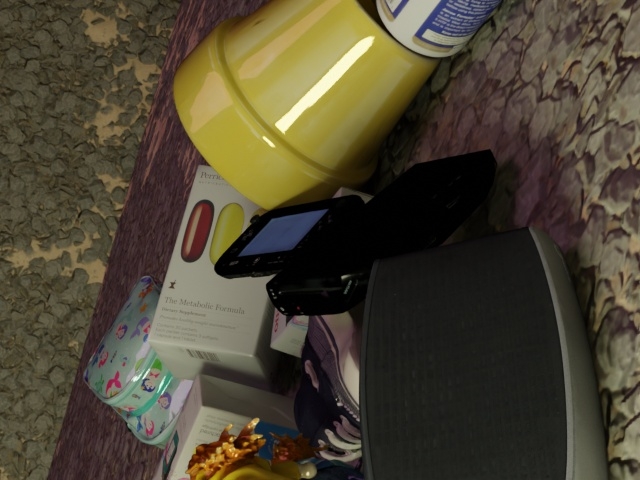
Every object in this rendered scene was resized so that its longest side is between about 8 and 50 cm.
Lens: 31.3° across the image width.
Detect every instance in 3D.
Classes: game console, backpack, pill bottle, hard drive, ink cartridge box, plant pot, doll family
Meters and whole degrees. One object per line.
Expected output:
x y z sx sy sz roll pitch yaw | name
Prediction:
0.000 0.000 1.110 0.213 0.044 0.361 -39 16 -31 | game console
-0.195 0.177 1.578 0.225 0.191 0.253 -59 36 0 | backpack
0.144 -0.281 1.138 0.187 0.112 0.112 131 151 -51 | pill bottle
0.106 0.100 0.808 0.054 0.172 0.255 63 -160 -43 | hard drive
0.013 0.043 1.282 0.175 0.072 0.127 131 152 -51 | ink cartridge box
0.001 -0.190 1.303 0.239 0.254 0.254 -42 31 29 | plant pot
-0.122 0.285 1.351 0.078 0.134 0.231 -113 43 -64 | ink cartridge box
-0.010 0.199 0.884 0.163 0.263 0.118 16 99 54 | doll family

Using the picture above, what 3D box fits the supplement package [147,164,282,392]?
-0.107 0.047 1.430 0.134 0.139 0.244 73 -154 -62 | supplement package

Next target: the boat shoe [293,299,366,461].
0.054 0.148 1.017 0.340 0.127 0.158 -117 36 -71 | boat shoe
